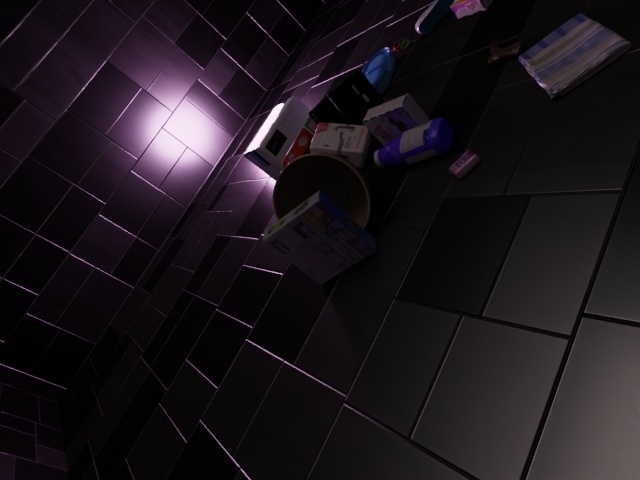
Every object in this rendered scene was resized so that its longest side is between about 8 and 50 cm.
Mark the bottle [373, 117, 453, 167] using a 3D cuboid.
[{"bbox_3d":[0.306,-0.317,1.477,0.283,0.092,0.118,-14,51,48],"label":"bottle"}]

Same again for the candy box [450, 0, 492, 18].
[{"bbox_3d":[0.665,-1.041,1.790,0.233,0.071,0.159,-56,30,-7],"label":"candy box"}]

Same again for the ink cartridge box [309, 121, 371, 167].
[{"bbox_3d":[0.083,-0.387,1.756,0.218,0.092,0.158,9,58,12],"label":"ink cartridge box"}]

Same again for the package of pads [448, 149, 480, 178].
[{"bbox_3d":[0.421,-0.222,1.274,0.083,0.032,0.050,-44,33,13],"label":"package of pads"}]

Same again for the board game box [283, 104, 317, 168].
[{"bbox_3d":[-0.075,-0.435,2.034,0.316,0.064,0.242,-62,-2,-15],"label":"board game box"}]

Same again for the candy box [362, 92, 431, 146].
[{"bbox_3d":[0.276,-0.415,1.553,0.196,0.165,0.070,-5,53,53],"label":"candy box"}]

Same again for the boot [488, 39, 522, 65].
[{"bbox_3d":[0.622,-0.642,1.447,0.114,0.037,0.106,-6,66,56],"label":"boot"}]

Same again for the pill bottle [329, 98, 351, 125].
[{"bbox_3d":[0.104,-0.600,2.012,0.152,0.152,0.272,-44,30,15],"label":"pill bottle"}]

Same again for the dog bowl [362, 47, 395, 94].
[{"bbox_3d":[0.270,-0.783,2.060,0.166,0.074,0.297,-20,43,44],"label":"dog bowl"}]

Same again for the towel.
[{"bbox_3d":[0.696,-0.527,1.224,0.209,0.034,0.284,-34,34,27],"label":"towel"}]

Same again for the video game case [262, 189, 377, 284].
[{"bbox_3d":[0.000,0.000,1.378,0.244,0.270,0.061,-33,32,29],"label":"video game case"}]

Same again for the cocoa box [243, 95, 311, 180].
[{"bbox_3d":[-0.186,-0.516,2.239,0.228,0.232,0.346,0,57,59],"label":"cocoa box"}]

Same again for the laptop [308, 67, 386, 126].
[{"bbox_3d":[0.125,-0.540,1.851,0.264,0.234,0.136,-40,11,4],"label":"laptop"}]

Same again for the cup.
[{"bbox_3d":[0.030,-0.157,1.515,0.331,0.331,0.237,-37,7,25],"label":"cup"}]

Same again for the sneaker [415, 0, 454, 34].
[{"bbox_3d":[0.523,-1.043,1.978,0.229,0.087,0.092,-41,29,14],"label":"sneaker"}]

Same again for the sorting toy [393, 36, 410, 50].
[{"bbox_3d":[0.398,-0.936,2.091,0.102,0.042,0.061,21,90,47],"label":"sorting toy"}]
